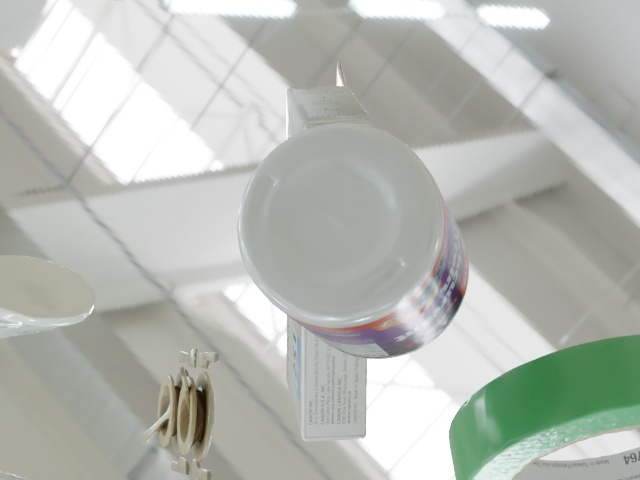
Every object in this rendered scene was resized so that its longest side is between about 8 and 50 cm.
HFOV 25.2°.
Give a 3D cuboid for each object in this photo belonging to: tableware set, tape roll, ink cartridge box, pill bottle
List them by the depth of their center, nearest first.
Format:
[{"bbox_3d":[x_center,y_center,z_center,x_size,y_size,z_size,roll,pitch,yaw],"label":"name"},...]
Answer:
[{"bbox_3d":[0.027,0.010,0.814,0.108,0.108,0.193,46,180,17],"label":"pill bottle"},{"bbox_3d":[0.000,0.000,1.348,0.066,0.296,0.261,-1,-161,-6],"label":"ink cartridge box"},{"bbox_3d":[-0.142,0.171,1.426,0.039,0.128,0.194,5,174,-16],"label":"tableware set"},{"bbox_3d":[0.292,0.206,1.444,0.321,0.321,0.077,19,-131,-35],"label":"tape roll"}]

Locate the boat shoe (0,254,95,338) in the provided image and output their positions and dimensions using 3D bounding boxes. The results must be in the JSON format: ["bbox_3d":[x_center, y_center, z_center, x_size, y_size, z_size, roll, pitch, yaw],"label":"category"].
[{"bbox_3d":[-0.282,0.057,1.185,0.184,0.063,0.066,-3,-128,-23],"label":"boat shoe"}]

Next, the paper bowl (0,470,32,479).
[{"bbox_3d":[-0.135,0.205,0.410,0.284,0.284,0.148,36,167,-4],"label":"paper bowl"}]
